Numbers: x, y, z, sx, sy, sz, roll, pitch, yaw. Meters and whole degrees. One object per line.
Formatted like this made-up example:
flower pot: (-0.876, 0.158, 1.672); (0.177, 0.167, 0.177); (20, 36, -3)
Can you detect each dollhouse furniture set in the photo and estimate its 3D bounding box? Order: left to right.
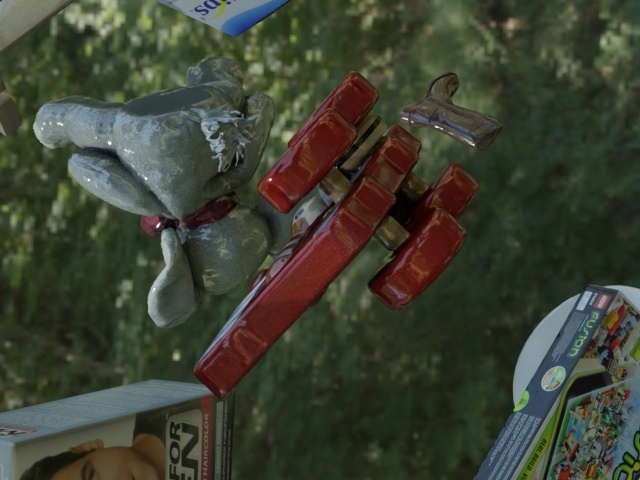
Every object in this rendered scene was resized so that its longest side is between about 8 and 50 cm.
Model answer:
dollhouse furniture set: (-0.352, -0.221, 1.584); (0.123, 0.144, 0.151); (-42, -28, -21)

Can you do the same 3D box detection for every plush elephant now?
plush elephant: (-0.147, -0.052, 1.686); (0.330, 0.272, 0.255); (28, 133, 57)

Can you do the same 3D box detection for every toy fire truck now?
toy fire truck: (0.000, 0.000, 1.324); (0.254, 0.169, 0.302); (-46, 6, 23)

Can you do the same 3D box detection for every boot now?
boot: (0.161, -0.141, 1.548); (0.106, 0.114, 0.037); (-43, -43, -34)

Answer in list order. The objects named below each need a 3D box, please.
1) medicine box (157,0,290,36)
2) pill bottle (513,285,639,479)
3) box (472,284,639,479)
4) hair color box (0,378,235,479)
medicine box: (-0.151, -0.402, 1.481); (0.149, 0.289, 0.263); (-25, 55, 45)
pill bottle: (0.387, 0.224, 1.520); (0.392, 0.224, 0.224); (41, -142, -37)
box: (0.187, 0.148, 1.028); (0.036, 0.114, 0.207); (10, 64, 56)
hair color box: (-0.224, 0.252, 1.373); (0.374, 0.114, 0.185); (-5, -83, -63)
